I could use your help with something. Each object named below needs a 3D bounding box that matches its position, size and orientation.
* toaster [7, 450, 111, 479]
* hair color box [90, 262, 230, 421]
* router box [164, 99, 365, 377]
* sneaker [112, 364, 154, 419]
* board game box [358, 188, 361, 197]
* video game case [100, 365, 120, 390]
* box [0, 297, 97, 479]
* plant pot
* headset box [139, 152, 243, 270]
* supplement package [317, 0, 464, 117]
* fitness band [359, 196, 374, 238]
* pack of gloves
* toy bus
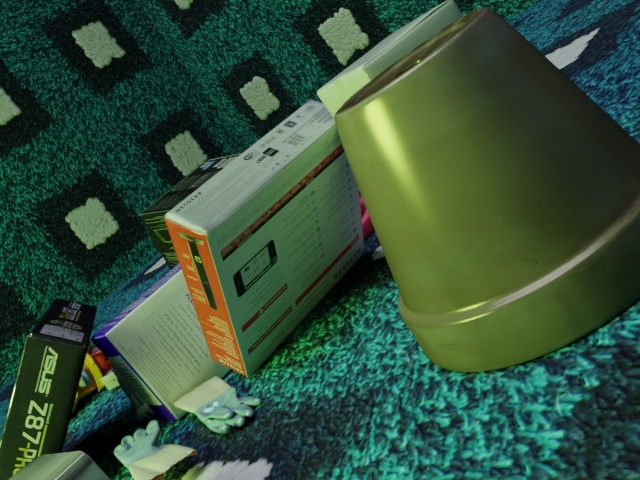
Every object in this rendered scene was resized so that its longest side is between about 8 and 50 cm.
[{"bbox_3d":[-0.265,0.317,0.764,0.186,0.168,0.110,-24,17,48],"label":"toaster"},{"bbox_3d":[-0.196,0.124,1.256,0.339,0.185,0.110,-43,12,-28],"label":"hair color box"},{"bbox_3d":[-0.064,-0.005,1.140,0.082,0.301,0.335,22,49,30],"label":"router box"},{"bbox_3d":[-0.308,0.215,1.344,0.086,0.132,0.228,-33,13,17],"label":"sneaker"},{"bbox_3d":[0.017,-0.048,1.663,0.201,0.035,0.136,-30,14,27],"label":"board game box"},{"bbox_3d":[-0.363,0.228,1.662,0.210,0.042,0.232,-28,15,32],"label":"video game case"},{"bbox_3d":[-0.467,0.281,1.235,0.395,0.097,0.318,-170,96,-74],"label":"box"},{"bbox_3d":[0.167,-0.071,0.769,0.323,0.280,0.323,-36,12,9],"label":"plant pot"},{"bbox_3d":[-0.216,-0.008,1.614,0.131,0.283,0.246,-5,31,38],"label":"headset box"},{"bbox_3d":[0.168,-0.158,1.053,0.175,0.293,0.177,-40,13,-15],"label":"supplement package"},{"bbox_3d":[0.000,0.000,1.491,0.291,0.054,0.209,-29,14,26],"label":"fitness band"},{"bbox_3d":[-0.186,0.278,1.039,0.195,0.046,0.232,-29,11,-24],"label":"pack of gloves"},{"bbox_3d":[-0.569,0.317,1.719,0.212,0.149,0.220,-22,12,-9],"label":"toy bus"}]
